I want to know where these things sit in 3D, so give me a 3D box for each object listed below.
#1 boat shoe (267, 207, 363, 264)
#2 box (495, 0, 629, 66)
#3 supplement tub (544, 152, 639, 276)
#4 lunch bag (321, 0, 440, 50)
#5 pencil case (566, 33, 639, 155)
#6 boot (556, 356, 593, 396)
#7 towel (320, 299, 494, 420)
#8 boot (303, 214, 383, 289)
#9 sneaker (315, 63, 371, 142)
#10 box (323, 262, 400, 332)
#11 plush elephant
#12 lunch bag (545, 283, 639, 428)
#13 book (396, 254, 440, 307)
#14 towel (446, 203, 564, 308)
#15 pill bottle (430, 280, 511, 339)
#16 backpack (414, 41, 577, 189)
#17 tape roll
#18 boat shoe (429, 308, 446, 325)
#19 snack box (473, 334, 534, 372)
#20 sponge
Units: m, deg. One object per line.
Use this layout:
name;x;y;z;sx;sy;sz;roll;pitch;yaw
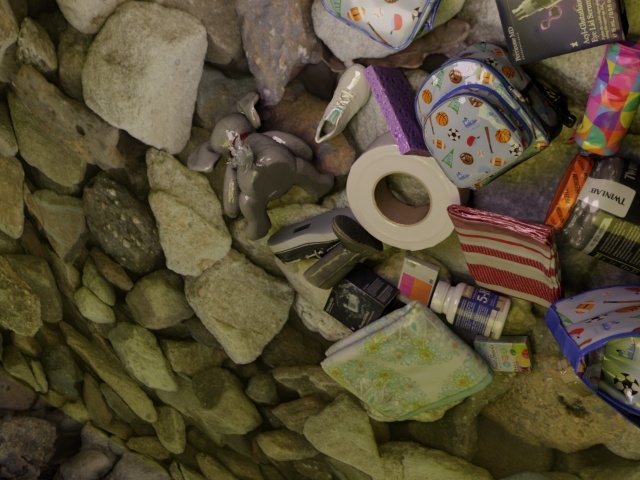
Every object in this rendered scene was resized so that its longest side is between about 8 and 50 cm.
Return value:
boat shoe;-0.002;0.003;1.776;0.306;0.113;0.105;-19;120;29
box;0.445;-0.431;1.224;0.207;0.108;0.153;-8;118;32
supplement tub;0.645;-0.038;1.329;0.337;0.207;0.207;24;131;11
lunch bag;0.149;-0.540;1.308;0.243;0.115;0.303;30;131;4
pencil case;0.567;-0.276;1.277;0.104;0.104;0.237;21;129;14
boot;0.664;0.269;1.618;0.203;0.095;0.262;-27;109;41
towel;0.230;0.345;1.803;0.320;0.090;0.374;40;127;-21
boot;0.032;0.036;1.680;0.208;0.076;0.189;-30;132;32
sneaker;0.049;-0.309;1.538;0.080;0.094;0.212;35;132;4
box;0.111;0.166;1.832;0.158;0.093;0.156;34;133;15
plush elephant;-0.176;-0.208;1.651;0.271;0.255;0.330;-38;142;3
lunch bag;0.676;0.227;1.345;0.385;0.328;0.239;8;103;6
book;0.258;0.115;1.768;0.096;0.035;0.144;23;131;18
towel;0.429;0.048;1.511;0.237;0.037;0.329;18;154;35
pill bottle;0.381;0.171;1.686;0.186;0.112;0.112;18;129;16
backpack;0.324;-0.257;1.362;0.276;0.213;0.263;-34;92;43
tape roll;0.209;-0.119;1.583;0.286;0.100;0.286;14;127;19
boat shoe;0.294;0.259;1.824;0.081;0.069;0.228;13;129;3
snack box;0.491;0.303;1.770;0.141;0.037;0.100;-3;120;31
sponge;0.174;-0.277;1.421;0.031;0.117;0.210;-31;75;37
